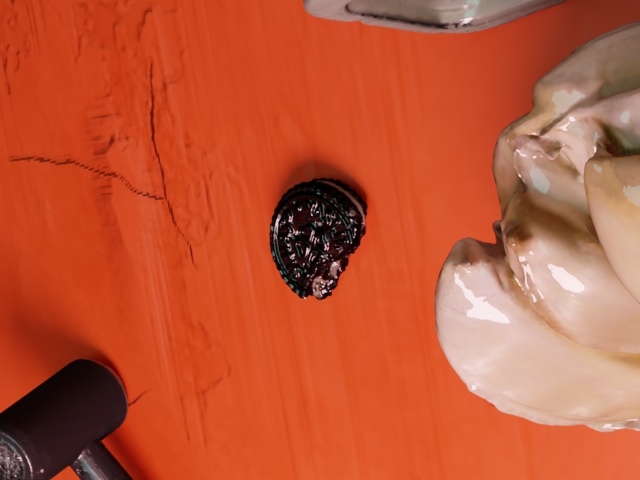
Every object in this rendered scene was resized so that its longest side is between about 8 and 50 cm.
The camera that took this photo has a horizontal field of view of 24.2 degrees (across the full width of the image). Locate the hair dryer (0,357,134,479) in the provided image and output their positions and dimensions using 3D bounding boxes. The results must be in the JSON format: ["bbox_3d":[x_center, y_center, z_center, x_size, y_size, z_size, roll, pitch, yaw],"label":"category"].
[{"bbox_3d":[-0.161,0.222,1.202,0.255,0.128,0.070,50,127,5],"label":"hair dryer"}]

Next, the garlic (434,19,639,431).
[{"bbox_3d":[0.176,-0.023,0.814,0.281,0.203,0.185,-34,39,54],"label":"garlic"}]

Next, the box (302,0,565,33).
[{"bbox_3d":[0.130,-0.242,0.818,0.312,0.175,0.182,-15,82,40],"label":"box"}]

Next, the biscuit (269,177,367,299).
[{"bbox_3d":[0.000,0.000,1.065,0.087,0.027,0.089,-1,100,40],"label":"biscuit"}]
